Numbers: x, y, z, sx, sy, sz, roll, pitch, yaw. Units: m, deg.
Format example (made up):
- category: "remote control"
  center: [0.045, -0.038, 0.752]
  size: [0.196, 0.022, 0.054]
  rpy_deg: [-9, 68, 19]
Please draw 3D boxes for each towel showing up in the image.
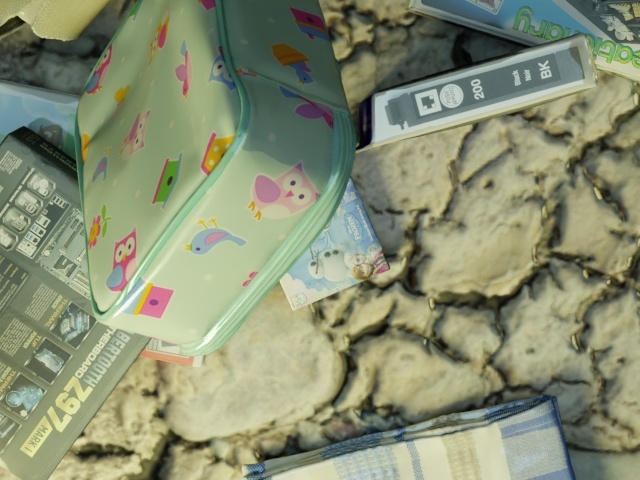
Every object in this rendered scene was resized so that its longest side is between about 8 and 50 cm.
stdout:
- category: "towel"
  center: [0.089, 0.258, 1.098]
  size: [0.285, 0.034, 0.209]
  rpy_deg: [-14, 100, 0]

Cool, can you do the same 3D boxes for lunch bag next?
- category: "lunch bag"
  center: [-0.085, -0.071, 0.887]
  size: [0.108, 0.279, 0.224]
  rpy_deg: [20, 124, -27]

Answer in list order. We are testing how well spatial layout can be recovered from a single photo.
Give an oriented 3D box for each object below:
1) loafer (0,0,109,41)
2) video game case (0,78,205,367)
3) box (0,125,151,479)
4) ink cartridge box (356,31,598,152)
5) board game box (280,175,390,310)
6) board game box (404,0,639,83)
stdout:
- category: "loafer"
  center: [-0.193, -0.203, 0.986]
  size: [0.269, 0.102, 0.092]
  rpy_deg: [-13, 101, 10]
- category: "video game case"
  center: [-0.218, -0.020, 1.048]
  size: [0.285, 0.025, 0.204]
  rpy_deg: [11, 99, -3]
- category: "box"
  center: [-0.231, 0.054, 1.015]
  size: [0.183, 0.059, 0.232]
  rpy_deg: [35, 99, -7]
- category: "ink cartridge box"
  center: [0.083, -0.100, 0.953]
  size: [0.208, 0.206, 0.045]
  rpy_deg: [-17, 94, 0]
- category: "board game box"
  center: [0.000, 0.000, 1.060]
  size: [0.090, 0.020, 0.090]
  rpy_deg: [-24, 99, 3]
- category: "board game box"
  center: [0.240, -0.232, 1.013]
  size: [0.305, 0.053, 0.192]
  rpy_deg: [17, 98, -4]
